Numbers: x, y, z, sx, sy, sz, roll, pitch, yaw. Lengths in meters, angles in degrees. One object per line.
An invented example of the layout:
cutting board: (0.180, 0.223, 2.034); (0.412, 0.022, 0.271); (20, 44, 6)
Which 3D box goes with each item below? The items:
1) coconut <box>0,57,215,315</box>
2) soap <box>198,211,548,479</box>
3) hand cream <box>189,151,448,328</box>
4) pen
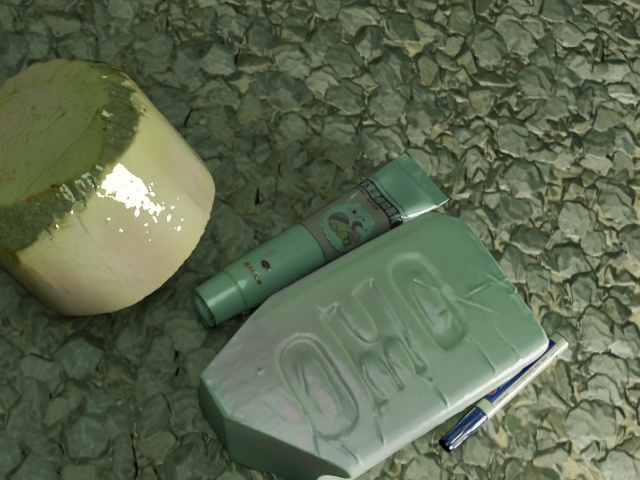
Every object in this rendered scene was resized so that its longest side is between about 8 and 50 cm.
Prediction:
coconut: (-0.235, -0.045, 0.986); (0.239, 0.244, 0.239); (-9, 57, 14)
soap: (0.046, 0.127, 1.043); (0.347, 0.115, 0.208); (-28, 74, -19)
hand cream: (0.000, 0.000, 1.119); (0.331, 0.058, 0.085); (-30, 64, -24)
pen: (0.215, 0.176, 1.119); (0.204, 0.025, 0.025); (-37, 83, -20)
